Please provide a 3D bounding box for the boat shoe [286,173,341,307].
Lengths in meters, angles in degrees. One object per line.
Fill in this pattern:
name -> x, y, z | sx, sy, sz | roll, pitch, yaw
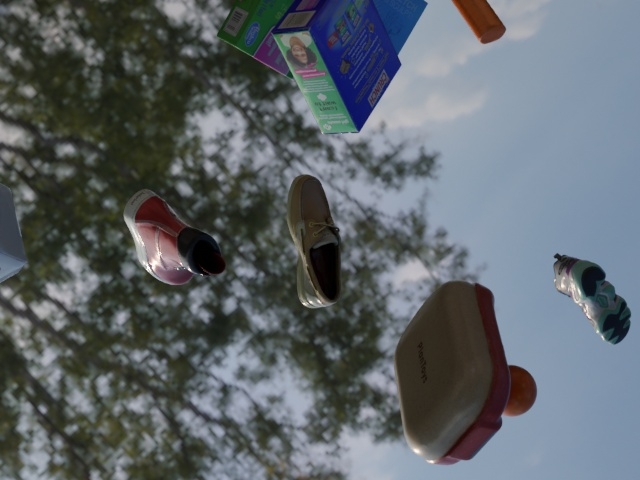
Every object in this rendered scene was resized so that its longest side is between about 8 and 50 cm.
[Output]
boat shoe -> 0.000, 0.000, 1.176 | 0.050, 0.135, 0.045 | -11, -176, -33

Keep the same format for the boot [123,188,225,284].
boot -> -0.216, 0.034, 1.928 | 0.176, 0.244, 0.088 | 33, -109, 24

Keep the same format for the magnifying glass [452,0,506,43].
magnifying glass -> 0.118, -0.286, 1.177 | 0.092, 0.231, 0.026 | -20, 152, -13

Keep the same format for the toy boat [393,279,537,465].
toy boat -> 0.179, 0.154, 1.337 | 0.151, 0.151, 0.231 | -54, -157, 31

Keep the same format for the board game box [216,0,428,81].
board game box -> 0.010, -0.376, 1.992 | 0.064, 0.316, 0.242 | 37, -81, 47

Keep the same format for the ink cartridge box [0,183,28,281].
ink cartridge box -> -0.549, -0.016, 1.432 | 0.223, 0.307, 0.129 | -28, -118, 17

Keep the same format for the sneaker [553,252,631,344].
sneaker -> 0.243, 0.048, 1.079 | 0.038, 0.098, 0.069 | -36, -151, -11

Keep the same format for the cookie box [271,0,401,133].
cookie box -> 0.015, -0.156, 0.964 | 0.040, 0.107, 0.092 | 2, -134, 36
